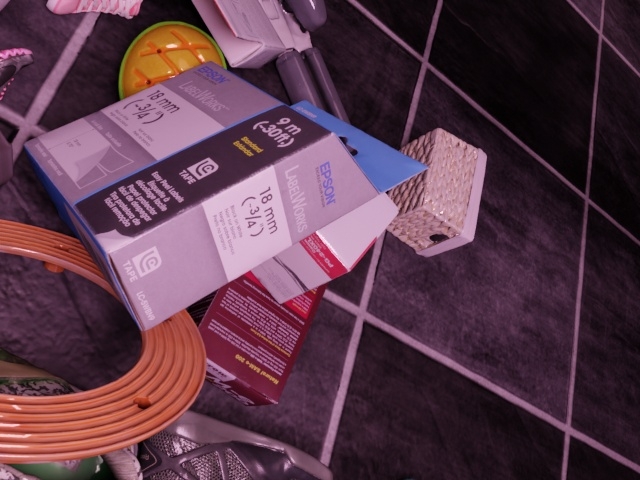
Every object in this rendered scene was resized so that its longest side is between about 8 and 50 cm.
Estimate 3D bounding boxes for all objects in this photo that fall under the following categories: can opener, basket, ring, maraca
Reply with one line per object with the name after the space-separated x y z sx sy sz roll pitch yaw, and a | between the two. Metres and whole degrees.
-0.014 -0.259 0.922 0.076 0.095 0.283 -24 91 -39 | can opener
0.175 -0.076 1.000 0.103 0.113 0.167 29 60 -25 | basket
-0.261 0.069 0.543 0.337 0.336 0.032 13 112 -34 | ring
-0.182 -0.171 0.771 0.127 0.099 0.185 18 87 -18 | maraca

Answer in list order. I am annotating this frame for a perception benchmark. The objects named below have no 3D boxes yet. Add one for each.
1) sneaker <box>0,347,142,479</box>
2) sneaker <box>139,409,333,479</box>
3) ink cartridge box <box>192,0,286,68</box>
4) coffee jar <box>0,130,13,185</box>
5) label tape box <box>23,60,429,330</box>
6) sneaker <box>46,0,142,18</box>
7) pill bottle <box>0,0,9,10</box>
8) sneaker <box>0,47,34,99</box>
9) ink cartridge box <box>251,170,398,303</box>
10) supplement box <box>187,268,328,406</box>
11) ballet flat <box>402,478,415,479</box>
-0.312 0.126 0.523 0.410 0.182 0.158 31 60 -26 | sneaker
-0.096 0.274 0.708 0.228 0.087 0.130 25 64 -26 | sneaker
-0.156 -0.344 0.784 0.275 0.060 0.239 60 16 -7 | ink cartridge box
-0.386 -0.078 0.585 0.184 0.079 0.096 -20 54 -40 | coffee jar
-0.094 -0.087 0.657 0.334 0.241 0.105 -31 134 -22 | label tape box
-0.260 -0.295 0.775 0.070 0.051 0.134 46 50 -11 | sneaker
-0.443 -0.338 0.562 0.334 0.188 0.188 48 54 -16 | pill bottle
-0.352 -0.165 0.678 0.119 0.047 0.057 -42 125 -37 | sneaker
0.000 0.000 0.726 0.063 0.150 0.109 48 53 -10 | ink cartridge box
-0.072 0.067 0.794 0.130 0.073 0.239 39 56 -21 | supplement box
0.083 0.396 0.816 0.203 0.074 0.074 -37 100 -40 | ballet flat
